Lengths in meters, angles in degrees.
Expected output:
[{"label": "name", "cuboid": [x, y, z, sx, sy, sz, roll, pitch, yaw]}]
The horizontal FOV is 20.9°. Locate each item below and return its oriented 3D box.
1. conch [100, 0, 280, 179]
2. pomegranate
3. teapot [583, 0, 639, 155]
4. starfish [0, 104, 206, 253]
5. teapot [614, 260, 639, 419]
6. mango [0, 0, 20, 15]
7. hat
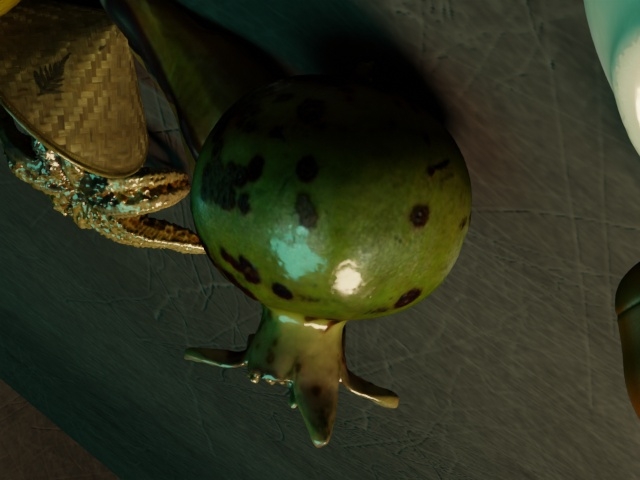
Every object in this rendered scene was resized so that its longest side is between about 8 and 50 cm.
[{"label": "conch", "cuboid": [-0.045, -0.054, 0.973, 0.233, 0.080, 0.086, 42, 154, -13]}, {"label": "pomegranate", "cuboid": [0.003, -0.004, 0.881, 0.148, 0.148, 0.169, 28, 124, 27]}, {"label": "teapot", "cuboid": [0.177, -0.053, 0.450, 0.298, 0.139, 0.204, 33, 161, 21]}, {"label": "starfish", "cuboid": [-0.147, -0.042, 1.227, 0.190, 0.074, 0.146, 39, 157, -12]}, {"label": "teapot", "cuboid": [0.176, 0.033, 0.745, 0.116, 0.116, 0.173, 33, -171, 15]}, {"label": "mango", "cuboid": [-0.251, -0.187, 0.931, 0.332, 0.142, 0.195, 19, 160, 39]}, {"label": "hat", "cuboid": [-0.137, -0.114, 1.041, 0.146, 0.067, 0.146, 40, -155, -23]}]
